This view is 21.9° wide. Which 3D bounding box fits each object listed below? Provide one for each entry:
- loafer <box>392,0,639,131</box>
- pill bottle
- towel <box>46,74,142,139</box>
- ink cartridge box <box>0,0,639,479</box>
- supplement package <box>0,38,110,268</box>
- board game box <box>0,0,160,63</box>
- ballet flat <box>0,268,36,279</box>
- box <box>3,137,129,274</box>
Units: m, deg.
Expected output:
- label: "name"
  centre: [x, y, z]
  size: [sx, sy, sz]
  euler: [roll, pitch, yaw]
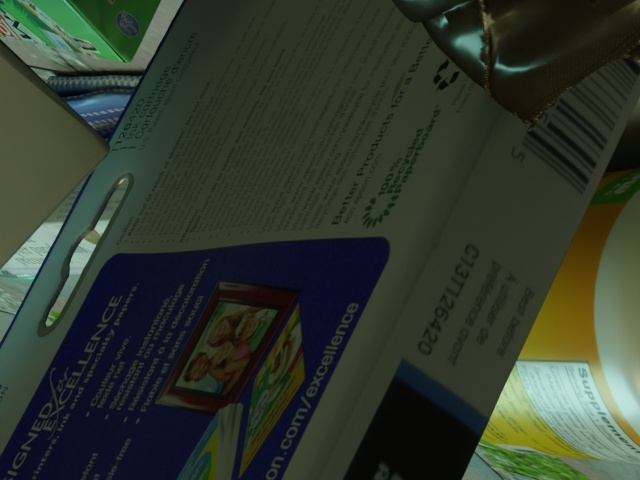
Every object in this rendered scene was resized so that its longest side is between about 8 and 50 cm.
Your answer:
- label: "loafer"
  centre: [0.116, -0.087, 0.464]
  size: [0.220, 0.080, 0.078]
  euler: [-14, 115, 53]
- label: "pill bottle"
  centre: [0.153, 0.034, 0.750]
  size: [0.136, 0.136, 0.245]
  euler: [32, 162, -24]
- label: "towel"
  centre: [0.000, 0.000, 1.048]
  size: [0.243, 0.040, 0.336]
  euler: [6, 155, 47]
- label: "ink cartridge box"
  centre: [-0.026, 0.017, 0.664]
  size: [0.072, 0.304, 0.307]
  euler: [33, 163, -24]
- label: "supplement package"
  centre: [-0.261, -0.085, 0.668]
  size: [0.177, 0.175, 0.293]
  euler: [40, 176, 41]
- label: "board game box"
  centre: [-0.235, -0.197, 0.758]
  size: [0.213, 0.046, 0.317]
  euler: [14, 161, 30]
- label: "ballet flat"
  centre: [-0.276, -0.017, 1.360]
  size: [0.221, 0.077, 0.079]
  euler: [8, 138, 46]
- label: "box"
  centre: [-0.121, -0.021, 1.005]
  size: [0.063, 0.067, 0.324]
  euler: [38, 156, -31]
